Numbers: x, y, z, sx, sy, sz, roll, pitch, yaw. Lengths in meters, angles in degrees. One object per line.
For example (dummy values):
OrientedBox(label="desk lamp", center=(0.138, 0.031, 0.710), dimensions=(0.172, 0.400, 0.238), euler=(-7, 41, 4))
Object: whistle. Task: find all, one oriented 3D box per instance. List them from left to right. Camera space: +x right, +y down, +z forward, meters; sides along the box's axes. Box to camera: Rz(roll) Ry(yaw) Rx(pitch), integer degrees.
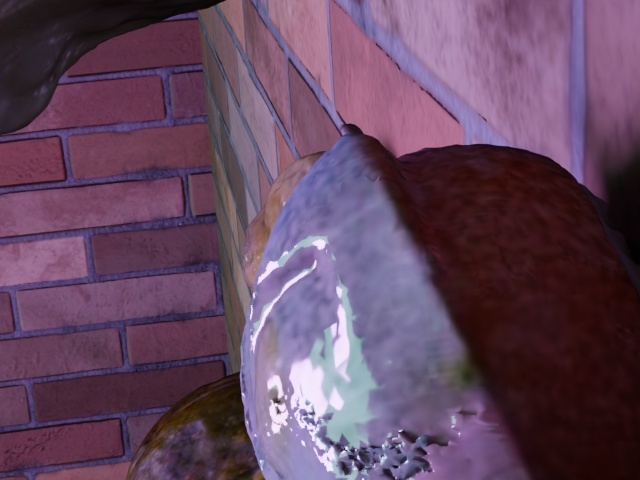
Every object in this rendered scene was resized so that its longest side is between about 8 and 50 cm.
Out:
OrientedBox(label="whistle", center=(0.064, 0.088, 0.384), dimensions=(0.142, 0.134, 0.346), euler=(97, 156, -48))

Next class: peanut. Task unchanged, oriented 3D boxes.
OrientedBox(label="peanut", center=(0.000, 0.000, 0.903), dimensions=(0.214, 0.100, 0.099), euler=(135, 129, -73))

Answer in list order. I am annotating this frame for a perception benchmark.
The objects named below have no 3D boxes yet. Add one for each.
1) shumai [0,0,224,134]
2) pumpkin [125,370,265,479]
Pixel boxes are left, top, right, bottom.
OrientedBox(label="shumai", center=(-0.050, -0.123, 0.509), dimensions=(0.225, 0.261, 0.222), euler=(-1, -70, -72))
OrientedBox(label="pumpkin", center=(0.008, 0.164, 0.541), dimensions=(0.219, 0.162, 0.219), euler=(51, 179, 1))
